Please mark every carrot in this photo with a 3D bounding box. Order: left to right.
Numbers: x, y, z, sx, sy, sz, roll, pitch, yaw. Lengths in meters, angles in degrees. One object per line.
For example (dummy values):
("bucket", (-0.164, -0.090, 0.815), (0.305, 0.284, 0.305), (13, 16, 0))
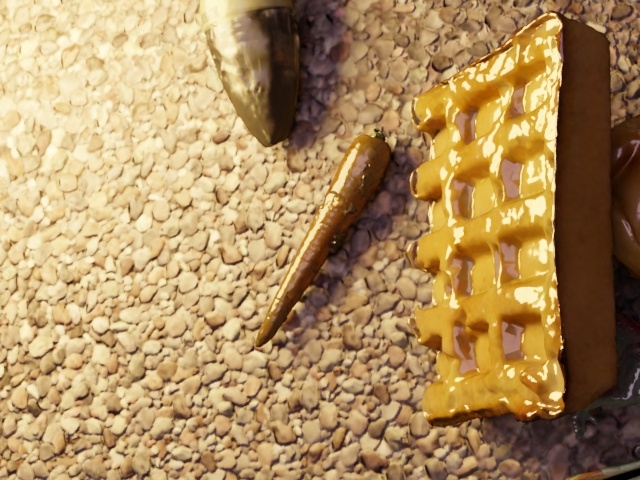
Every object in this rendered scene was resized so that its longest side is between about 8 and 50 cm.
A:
("carrot", (0.000, 0.000, 1.721), (0.049, 0.049, 0.254), (33, 95, 25))

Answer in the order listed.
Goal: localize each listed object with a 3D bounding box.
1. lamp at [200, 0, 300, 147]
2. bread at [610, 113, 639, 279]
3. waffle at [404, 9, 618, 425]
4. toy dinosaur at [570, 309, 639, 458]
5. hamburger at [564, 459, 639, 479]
("lamp", (-0.072, -0.220, 1.769), (0.101, 0.101, 0.250), (-15, 86, 19))
("bread", (0.353, 0.016, 1.503), (0.294, 0.167, 0.132), (43, 97, 24))
("waffle", (0.170, -0.004, 1.530), (0.077, 0.304, 0.348), (4, 79, -21))
("toy dinosaur", (0.292, 0.110, 1.573), (0.167, 0.053, 0.242), (-34, 68, 11))
("hamburger", (0.293, 0.297, 1.471), (0.214, 0.125, 0.235), (-27, 45, 17))
